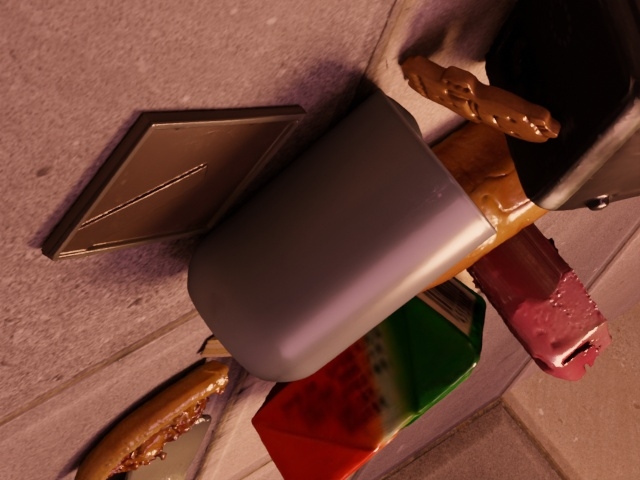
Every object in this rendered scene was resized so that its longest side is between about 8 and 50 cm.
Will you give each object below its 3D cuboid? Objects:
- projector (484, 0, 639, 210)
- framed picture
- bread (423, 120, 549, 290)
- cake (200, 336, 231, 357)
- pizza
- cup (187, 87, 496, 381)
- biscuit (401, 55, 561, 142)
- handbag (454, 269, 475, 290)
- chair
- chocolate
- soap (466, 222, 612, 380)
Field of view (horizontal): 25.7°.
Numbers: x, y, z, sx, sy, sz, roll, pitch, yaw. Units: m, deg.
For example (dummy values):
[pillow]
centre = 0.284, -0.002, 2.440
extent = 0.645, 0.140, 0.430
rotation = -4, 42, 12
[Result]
[projector]
centre = 0.438, -0.214, 1.555
extent = 0.405, 0.242, 0.395
rotation = -13, 164, -12
[framed picture]
centre = -0.136, -0.058, 1.384
extent = 0.189, 0.023, 0.260
rotation = -48, 161, 29
[bread]
centre = 0.201, -0.053, 1.873
extent = 0.344, 0.149, 0.195
rotation = -34, 162, -13
[cake]
centre = -0.102, 0.137, 1.910
extent = 0.121, 0.065, 0.052
rotation = -22, 155, -26
[pizza]
centre = -0.233, 0.264, 1.962
extent = 0.271, 0.056, 0.134
rotation = -36, 155, -5
[cup]
centre = 0.014, 0.003, 1.552
extent = 0.312, 0.205, 0.205
rotation = -38, 163, 6
[biscuit]
centre = 0.172, -0.149, 1.534
extent = 0.027, 0.184, 0.133
rotation = -62, 175, -8
[handbag]
centre = 0.213, 0.048, 2.280
extent = 0.117, 0.095, 0.173
rotation = -4, 135, -53
[chair]
centre = -0.243, 0.430, 2.163
extent = 0.160, 0.186, 0.319
rotation = -15, 154, -43
[chocolate]
centre = 0.076, 0.191, 2.084
extent = 0.341, 0.161, 0.360
rotation = -42, -179, 12
[soap]
centre = 0.295, 0.055, 2.050
extent = 0.127, 0.324, 0.220
rotation = -36, 161, 4
